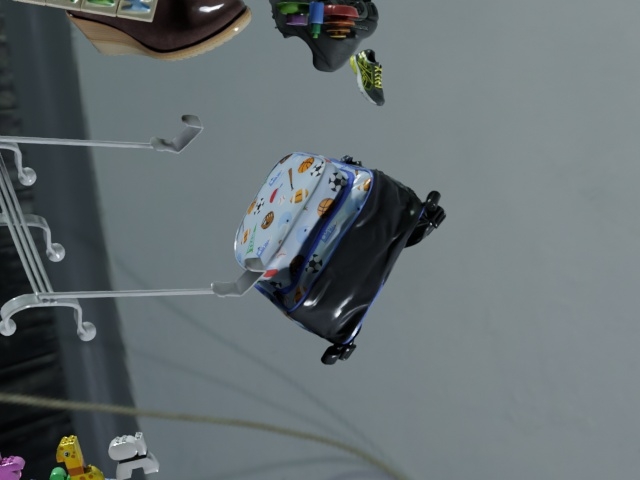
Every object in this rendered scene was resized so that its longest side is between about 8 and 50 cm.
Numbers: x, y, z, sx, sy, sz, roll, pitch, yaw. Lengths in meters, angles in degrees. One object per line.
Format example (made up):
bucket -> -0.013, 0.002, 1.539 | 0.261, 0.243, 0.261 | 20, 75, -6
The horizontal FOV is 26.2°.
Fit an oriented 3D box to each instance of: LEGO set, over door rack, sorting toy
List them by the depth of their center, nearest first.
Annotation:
over door rack -> -0.254, -0.014, 1.600 | 0.108, 0.324, 0.240 | -52, 56, 46
sorting toy -> -0.004, -0.267, 1.680 | 0.101, 0.061, 0.042 | 4, 95, 5
LEGO set -> -0.331, 0.291, 1.769 | 0.227, 0.087, 0.093 | -13, 108, 2

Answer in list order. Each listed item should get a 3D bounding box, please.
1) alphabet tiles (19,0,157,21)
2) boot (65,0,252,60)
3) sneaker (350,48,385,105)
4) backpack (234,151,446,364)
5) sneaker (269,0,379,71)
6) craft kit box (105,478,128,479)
alphabet tiles -> -0.252, -0.360, 1.508 | 0.198, 0.009, 0.237 | 10, 74, 7
boot -> -0.218, -0.317, 1.621 | 0.248, 0.090, 0.207 | -1, 130, 31
sneaker -> 0.067, -0.216, 1.810 | 0.035, 0.031, 0.083 | -36, 69, 31
backpack -> 0.000, 0.000, 1.936 | 0.213, 0.263, 0.277 | 36, 86, -15
sneaker -> -0.037, -0.356, 1.925 | 0.286, 0.109, 0.130 | 60, 141, 24
craft kit box -> -0.195, 0.386, 1.932 | 0.246, 0.250, 0.061 | 3, 90, -6
